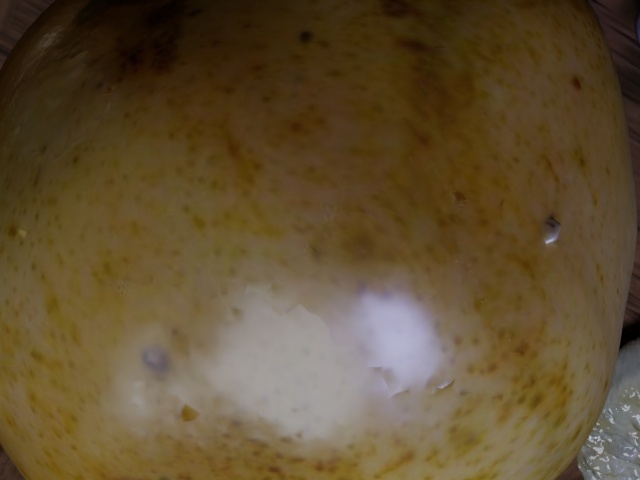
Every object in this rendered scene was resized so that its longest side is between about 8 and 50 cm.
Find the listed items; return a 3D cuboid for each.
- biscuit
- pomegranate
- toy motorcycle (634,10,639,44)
[{"bbox_3d":[0.350,0.138,0.857,0.281,0.084,0.179,-3,132,22],"label":"biscuit"},{"bbox_3d":[0.000,0.000,0.601,0.417,0.416,0.416,12,141,10],"label":"pomegranate"},{"bbox_3d":[0.266,-0.105,0.607,0.152,0.073,0.225,39,141,-3],"label":"toy motorcycle"}]
